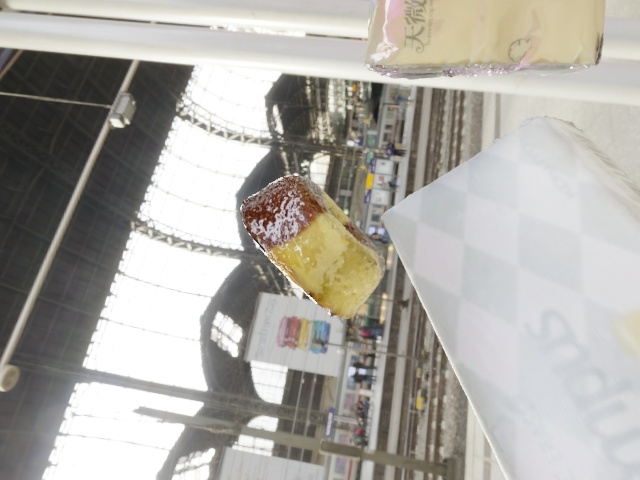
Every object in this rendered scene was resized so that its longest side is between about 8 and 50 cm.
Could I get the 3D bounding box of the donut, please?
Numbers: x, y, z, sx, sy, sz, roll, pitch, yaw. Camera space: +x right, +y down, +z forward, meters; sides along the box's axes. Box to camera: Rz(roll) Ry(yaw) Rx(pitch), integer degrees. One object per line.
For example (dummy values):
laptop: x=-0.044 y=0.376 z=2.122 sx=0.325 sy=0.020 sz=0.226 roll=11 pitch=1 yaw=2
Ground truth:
donut: x=0.000 y=0.000 z=0.463 sx=0.073 sy=0.166 sz=0.184 roll=-42 pitch=-17 yaw=10

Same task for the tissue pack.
tissue pack: x=0.145 y=-0.282 z=0.402 sx=0.123 sy=0.215 sz=0.256 roll=-77 pitch=-14 yaw=-74

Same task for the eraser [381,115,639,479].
eraser: x=0.212 y=0.079 z=0.326 sx=0.082 sy=0.213 sz=0.397 roll=40 pitch=-157 yaw=-46
